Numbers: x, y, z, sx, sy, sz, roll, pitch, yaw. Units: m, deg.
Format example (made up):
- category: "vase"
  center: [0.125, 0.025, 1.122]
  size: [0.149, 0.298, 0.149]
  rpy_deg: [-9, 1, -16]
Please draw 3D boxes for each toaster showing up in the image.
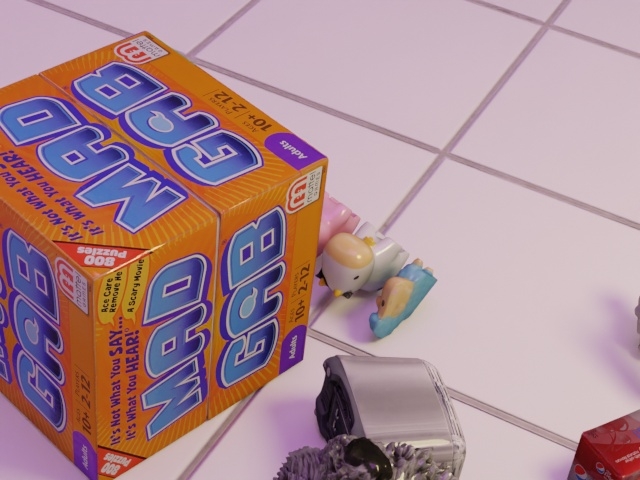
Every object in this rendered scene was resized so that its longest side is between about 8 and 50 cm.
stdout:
- category: "toaster"
  center: [0.087, 0.240, 1.715]
  size: [0.146, 0.129, 0.227]
  rpy_deg: [-3, 39, -15]

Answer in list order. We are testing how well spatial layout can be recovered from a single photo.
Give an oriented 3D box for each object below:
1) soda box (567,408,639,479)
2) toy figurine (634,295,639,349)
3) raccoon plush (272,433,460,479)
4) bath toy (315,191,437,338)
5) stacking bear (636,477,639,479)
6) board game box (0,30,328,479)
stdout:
- category: "soda box"
  center: [0.450, 0.262, 1.768]
  size: [0.263, 0.092, 0.083]
  rpy_deg: [-17, 46, -26]
- category: "toy figurine"
  center: [0.544, 0.091, 1.886]
  size: [0.213, 0.148, 0.209]
  rpy_deg: [1, 6, -3]
- category: "raccoon plush"
  center: [0.003, 0.402, 1.386]
  size: [0.216, 0.446, 0.299]
  rpy_deg: [30, 44, -31]
- category: "bath toy"
  center: [0.000, 0.000, 2.000]
  size: [0.348, 0.151, 0.129]
  rpy_deg: [38, 92, 30]
- category: "stacking bear"
  center: [0.331, 0.399, 1.450]
  size: [0.164, 0.175, 0.289]
  rpy_deg: [5, 66, 21]
- category: "board game box"
  center: [-0.251, 0.012, 1.757]
  size: [0.356, 0.356, 0.356]
  rpy_deg: [-30, 53, -35]
